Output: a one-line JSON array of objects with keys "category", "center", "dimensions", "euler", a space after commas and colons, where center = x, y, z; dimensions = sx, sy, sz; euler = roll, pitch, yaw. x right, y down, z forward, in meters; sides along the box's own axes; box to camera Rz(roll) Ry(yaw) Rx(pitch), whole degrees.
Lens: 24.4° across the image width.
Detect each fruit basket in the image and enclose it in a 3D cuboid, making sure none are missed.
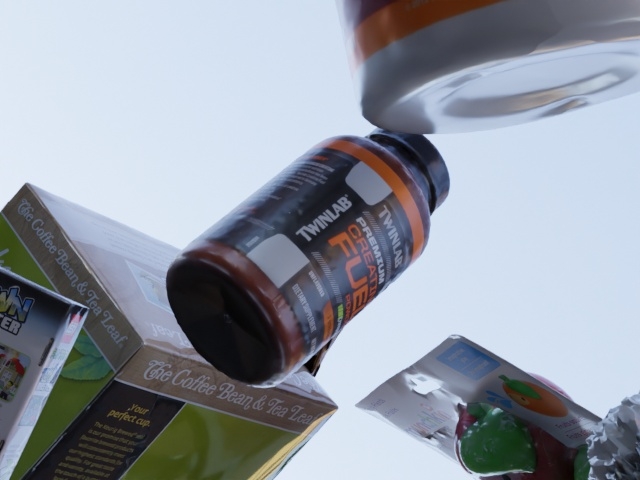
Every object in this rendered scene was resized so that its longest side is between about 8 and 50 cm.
[{"category": "fruit basket", "center": [0.213, 0.214, 1.295], "dimensions": [0.353, 0.165, 0.327], "euler": [26, -20, -6]}]

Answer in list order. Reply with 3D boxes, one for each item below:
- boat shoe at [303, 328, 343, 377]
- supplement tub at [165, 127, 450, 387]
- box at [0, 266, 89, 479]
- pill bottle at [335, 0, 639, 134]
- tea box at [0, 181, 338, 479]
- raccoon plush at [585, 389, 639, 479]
[{"category": "boat shoe", "center": [-0.034, 0.127, 1.515], "dimensions": [0.064, 0.060, 0.178], "euler": [33, -78, 4]}, {"category": "supplement tub", "center": [0.000, 0.000, 0.962], "dimensions": [0.106, 0.198, 0.106], "euler": [30, -38, 27]}, {"category": "box", "center": [-0.237, 0.041, 0.764], "dimensions": [0.207, 0.036, 0.114], "euler": [25, -94, 9]}, {"category": "pill bottle", "center": [0.094, -0.279, 0.910], "dimensions": [0.224, 0.224, 0.392], "euler": [-17, -100, 38]}, {"category": "tea box", "center": [-0.219, 0.169, 1.376], "dimensions": [0.323, 0.329, 0.220], "euler": [-47, -122, 9]}, {"category": "raccoon plush", "center": [0.161, 0.148, 0.548], "dimensions": [0.446, 0.216, 0.299], "euler": [-124, -166, -50]}]
